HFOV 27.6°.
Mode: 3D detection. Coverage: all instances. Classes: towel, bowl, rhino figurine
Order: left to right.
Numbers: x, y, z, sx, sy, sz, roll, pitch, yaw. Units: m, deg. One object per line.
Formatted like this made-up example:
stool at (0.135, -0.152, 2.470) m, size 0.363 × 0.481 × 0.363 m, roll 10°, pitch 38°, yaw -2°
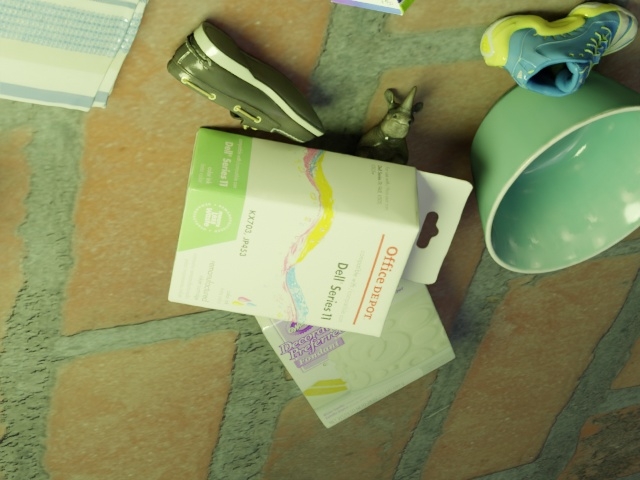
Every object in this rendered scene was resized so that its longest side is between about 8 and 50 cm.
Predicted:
towel at (-0.273, -0.261, 1.346) m, size 0.209 × 0.034 × 0.285 m, roll 5°, pitch 129°, yaw -34°
rhino figurine at (0.077, -0.106, 1.708) m, size 0.073 × 0.106 × 0.243 m, roll 22°, pitch 127°, yaw -1°
bowl at (0.331, -0.116, 1.800) m, size 0.311 × 0.163 × 0.312 m, roll -18°, pitch 142°, yaw -15°

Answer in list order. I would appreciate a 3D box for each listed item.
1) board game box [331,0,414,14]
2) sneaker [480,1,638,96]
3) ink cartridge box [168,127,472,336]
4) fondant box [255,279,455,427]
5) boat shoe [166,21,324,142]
board game box at (0.096, -0.375, 0.985) m, size 0.347 × 0.078 × 0.233 m, roll -50°, pitch 136°, yaw -22°
sneaker at (0.330, -0.236, 1.694) m, size 0.240 × 0.126 × 0.091 m, roll -12°, pitch 140°, yaw -21°
ink cartridge box at (0.000, 0.000, 1.641) m, size 0.353 × 0.119 × 0.207 m, roll 9°, pitch 133°, yaw -6°
fondant box at (0.049, 0.124, 1.951) m, size 0.238 × 0.096 × 0.330 m, roll -29°, pitch 142°, yaw -1°
boat shoe at (-0.085, -0.173, 1.537) m, size 0.068 × 0.081 × 0.227 m, roll -40°, pitch 135°, yaw 17°
